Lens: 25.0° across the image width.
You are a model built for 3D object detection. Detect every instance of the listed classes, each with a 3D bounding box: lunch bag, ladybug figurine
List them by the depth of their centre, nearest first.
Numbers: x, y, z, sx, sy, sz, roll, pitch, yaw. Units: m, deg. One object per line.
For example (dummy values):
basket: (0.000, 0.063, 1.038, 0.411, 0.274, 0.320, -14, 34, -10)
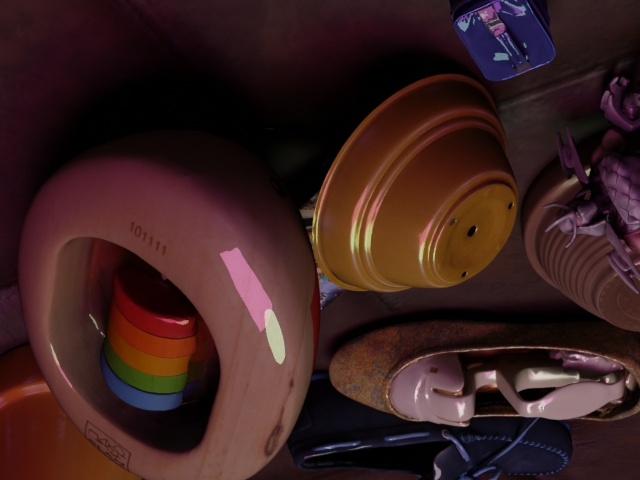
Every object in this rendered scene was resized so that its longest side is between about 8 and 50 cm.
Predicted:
lunch bag: (0.147, -0.175, 1.169, 0.067, 0.065, 0.098, -21, 136, 23)
ladybug figurine: (-0.129, 0.062, 1.336, 0.305, 0.162, 0.449, 35, 140, 10)

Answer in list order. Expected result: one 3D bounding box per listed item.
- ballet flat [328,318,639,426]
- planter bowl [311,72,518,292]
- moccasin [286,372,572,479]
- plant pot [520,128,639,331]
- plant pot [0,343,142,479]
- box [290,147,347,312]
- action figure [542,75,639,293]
ballet flat: (0.182, 0.146, 1.521, 0.349, 0.123, 0.123, -3, 141, 2)
planter bowl: (0.104, -0.027, 1.240, 0.217, 0.090, 0.217, -27, 136, -29)
moccasin: (0.120, 0.243, 1.640, 0.342, 0.116, 0.137, 6, 140, -9)
plant pot: (0.311, 0.010, 1.367, 0.237, 0.109, 0.237, 0, 140, 0)
plant pot: (-0.274, 0.241, 1.573, 0.205, 0.188, 0.205, 0, 141, 0)
box: (0.000, 0.000, 1.403, 0.114, 0.036, 0.207, 23, 135, -27)
action figure: (0.322, -0.069, 1.237, 0.285, 0.185, 0.099, -24, 169, 5)
